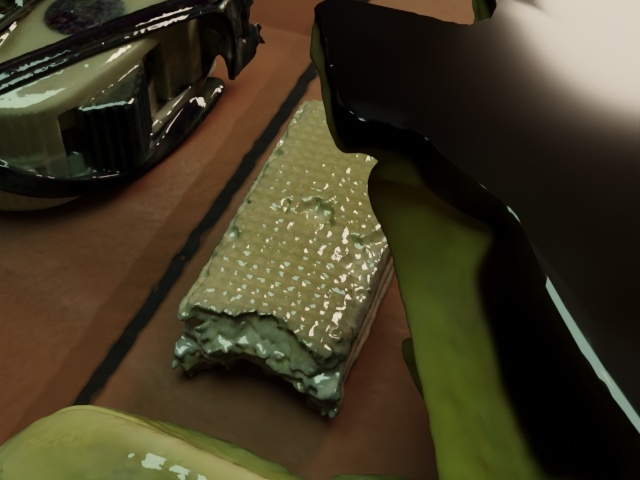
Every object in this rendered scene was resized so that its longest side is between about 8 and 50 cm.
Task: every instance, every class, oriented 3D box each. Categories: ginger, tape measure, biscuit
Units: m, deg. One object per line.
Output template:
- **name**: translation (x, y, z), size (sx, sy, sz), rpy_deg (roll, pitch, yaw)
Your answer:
- **ginger**: translation (0.165, 0.017, 0.576), size (0.413, 0.211, 0.358), rpy_deg (-35, 70, -25)
- **tape measure**: translation (-0.204, -0.123, 0.798), size (0.271, 0.133, 0.231), rpy_deg (12, 46, 10)
- **biscuit**: translation (0.000, 0.000, 0.715), size (0.108, 0.061, 0.238), rpy_deg (14, 48, 15)

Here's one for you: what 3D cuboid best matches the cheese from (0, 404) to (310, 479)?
- **cheese**: translation (-0.070, 0.186, 0.465), size (0.226, 0.117, 0.214), rpy_deg (27, 82, 19)
